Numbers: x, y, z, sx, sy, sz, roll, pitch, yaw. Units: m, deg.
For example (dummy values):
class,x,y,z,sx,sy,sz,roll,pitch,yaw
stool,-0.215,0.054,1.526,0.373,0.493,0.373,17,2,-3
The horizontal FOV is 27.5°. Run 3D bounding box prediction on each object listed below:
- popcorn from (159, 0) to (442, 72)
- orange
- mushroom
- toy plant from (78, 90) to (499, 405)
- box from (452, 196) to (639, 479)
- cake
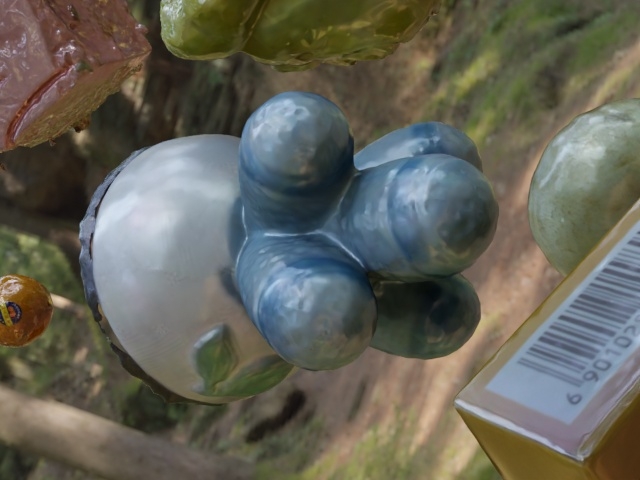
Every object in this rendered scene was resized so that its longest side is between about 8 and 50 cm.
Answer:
class,x,y,z,sx,sy,sz,roll,pitch,yaw
popcorn,-0.030,-0.269,1.106,0.235,0.241,0.250,-51,42,40
orange,-0.335,0.078,1.440,0.083,0.083,0.083,18,-90,-83
mushroom,0.519,-0.083,2.230,0.260,0.352,0.352,50,131,53
toy plant,0.000,0.000,0.986,0.332,0.247,0.247,-14,44,45
box,0.302,0.055,0.814,0.415,0.116,0.264,-45,-59,-18
cake,-0.501,-0.348,2.279,0.293,0.314,0.307,-39,0,25
